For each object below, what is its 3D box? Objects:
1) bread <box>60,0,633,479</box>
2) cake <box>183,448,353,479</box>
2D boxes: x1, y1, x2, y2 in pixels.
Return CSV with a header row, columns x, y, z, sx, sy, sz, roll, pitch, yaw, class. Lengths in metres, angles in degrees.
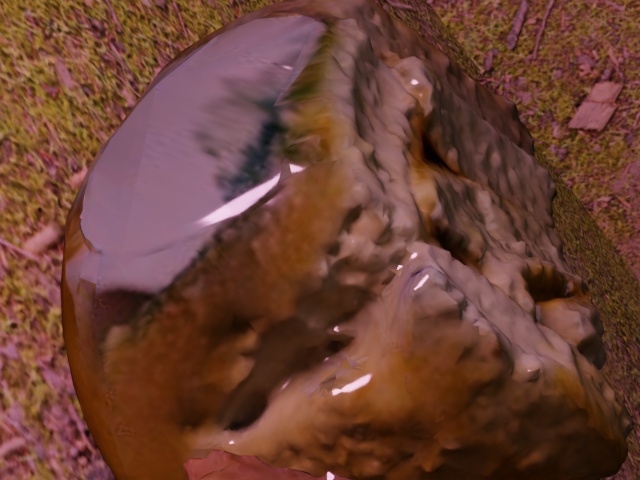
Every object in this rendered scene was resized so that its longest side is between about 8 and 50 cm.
x,y,z,sx,sy,sz,roll,pitch,yaw,class
-0.003,-0.008,0.884,0.264,0.239,0.395,45,24,-30,bread
-0.007,0.246,0.428,0.282,0.256,0.290,18,18,16,cake
